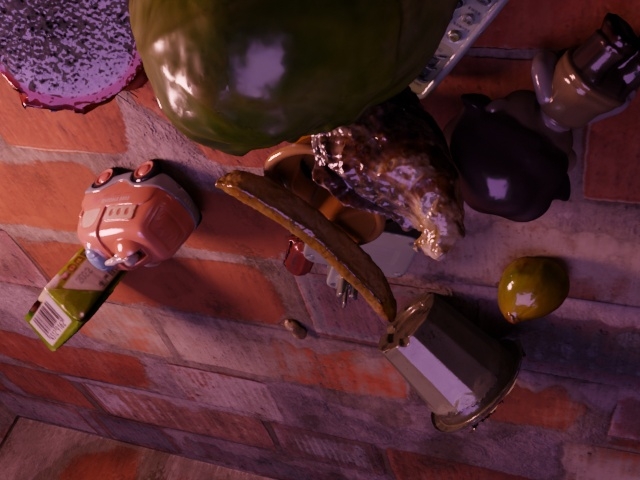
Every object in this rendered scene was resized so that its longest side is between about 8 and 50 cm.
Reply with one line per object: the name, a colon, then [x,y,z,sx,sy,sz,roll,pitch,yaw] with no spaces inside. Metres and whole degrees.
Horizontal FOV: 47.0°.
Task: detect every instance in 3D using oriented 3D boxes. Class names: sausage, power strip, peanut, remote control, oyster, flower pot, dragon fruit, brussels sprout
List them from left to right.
dragon fruit: [-0.403,-0.373,1.227,0.305,0.226,0.306,1,115,3]
brussels sprout: [-0.038,-0.295,0.892,0.425,0.361,0.342,-33,106,5]
peanut: [-0.069,0.246,2.050,0.037,0.037,0.083,-13,127,40]
sausage: [-0.045,0.031,1.710,0.076,0.076,0.141,19,144,4]
power strip: [0.075,0.032,1.568,0.229,0.141,0.261,11,147,-5]
oyster: [0.107,-0.125,1.130,0.271,0.275,0.100,12,-179,16]
flower pot: [0.289,0.267,1.725,0.259,0.290,0.290,43,142,-8]
remote control: [0.185,-0.344,1.081,0.128,0.066,0.335,26,145,-11]

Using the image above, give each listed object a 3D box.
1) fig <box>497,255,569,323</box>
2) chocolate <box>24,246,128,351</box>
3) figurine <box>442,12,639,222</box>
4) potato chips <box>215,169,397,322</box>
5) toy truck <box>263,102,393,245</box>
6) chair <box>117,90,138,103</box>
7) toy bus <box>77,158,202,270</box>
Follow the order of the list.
fig: [0.434,0.099,1.515,0.136,0.121,0.153,28,122,-1]
chocolate: [-0.633,0.121,1.967,0.137,0.289,0.301,42,142,-11]
figurine: [0.339,-0.196,1.149,0.218,0.206,0.365,15,126,-31]
potato chips: [0.000,0.000,1.284,0.407,0.057,0.080,39,147,-11]
toy truck: [0.053,-0.121,1.330,0.204,0.212,0.288,-15,128,42]
chair: [-0.397,-0.311,1.455,0.086,0.042,0.037,38,138,-24]
toy bus: [-0.426,-0.034,1.688,0.287,0.232,0.194,-6,140,31]
